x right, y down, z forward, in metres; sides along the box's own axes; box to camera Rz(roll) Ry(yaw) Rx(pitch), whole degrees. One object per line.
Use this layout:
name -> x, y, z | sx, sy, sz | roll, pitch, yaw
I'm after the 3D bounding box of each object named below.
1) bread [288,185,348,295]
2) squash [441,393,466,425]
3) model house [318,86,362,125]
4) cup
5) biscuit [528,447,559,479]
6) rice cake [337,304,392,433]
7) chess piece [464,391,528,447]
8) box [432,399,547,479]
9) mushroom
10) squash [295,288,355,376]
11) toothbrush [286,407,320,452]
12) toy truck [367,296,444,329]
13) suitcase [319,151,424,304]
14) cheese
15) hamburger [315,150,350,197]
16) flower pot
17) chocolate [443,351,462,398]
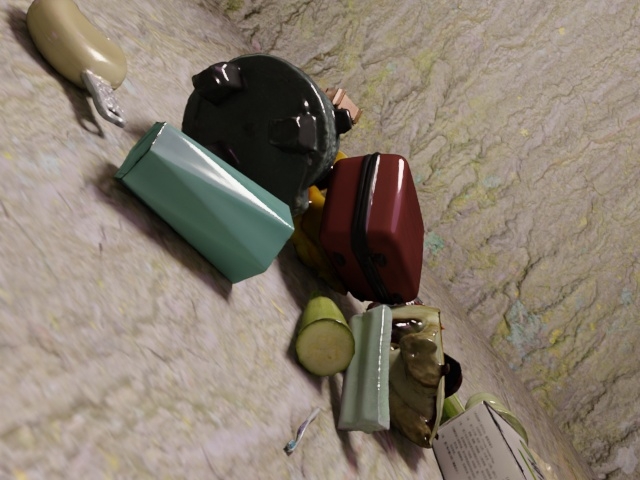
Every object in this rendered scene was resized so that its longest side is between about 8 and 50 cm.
bread -> 0.000, 0.000, 1.184 | 0.160, 0.088, 0.233 | -86, 154, -49
squash -> 0.262, 0.338, 1.245 | 0.069, 0.069, 0.238 | 29, 26, -57
model house -> -0.062, -0.326, 1.612 | 0.326, 0.244, 0.169 | 19, -12, 37
cup -> -0.169, -0.054, 0.779 | 0.236, 0.134, 0.148 | 38, 15, -31
biscuit -> 0.593, 0.653, 1.446 | 0.179, 0.084, 0.281 | 51, 14, -3
rice cake -> 0.070, 0.199, 0.849 | 0.042, 0.080, 0.221 | 49, 32, -32
chess piece -> 0.412, 0.451, 1.326 | 0.144, 0.144, 0.251 | 53, 7, 7
box -> 0.340, 0.477, 0.966 | 0.173, 0.145, 0.332 | 43, 15, -24
mushroom -> 0.145, 0.250, 1.010 | 0.292, 0.212, 0.217 | -51, 144, -85
squash -> 0.002, 0.133, 0.918 | 0.094, 0.094, 0.224 | 47, 9, -14
toothbrush -> -0.021, 0.244, 0.703 | 0.131, 0.011, 0.013 | -11, 84, -75
toy truck -> 0.221, 0.203, 1.388 | 0.135, 0.114, 0.270 | 53, 11, 28
suitcase -> 0.116, -0.017, 1.115 | 0.297, 0.161, 0.236 | 59, 37, -54
cheese -> -0.369, -0.278, 0.825 | 0.163, 0.071, 0.248 | 38, 19, -42
hamburger -> -0.005, -0.140, 1.346 | 0.116, 0.211, 0.172 | 53, 15, -69
flower pot -> -0.095, -0.182, 0.999 | 0.299, 0.299, 0.283 | 52, 17, 5
chocolate -> 0.245, 0.304, 1.168 | 0.080, 0.149, 0.124 | 37, 59, -47
